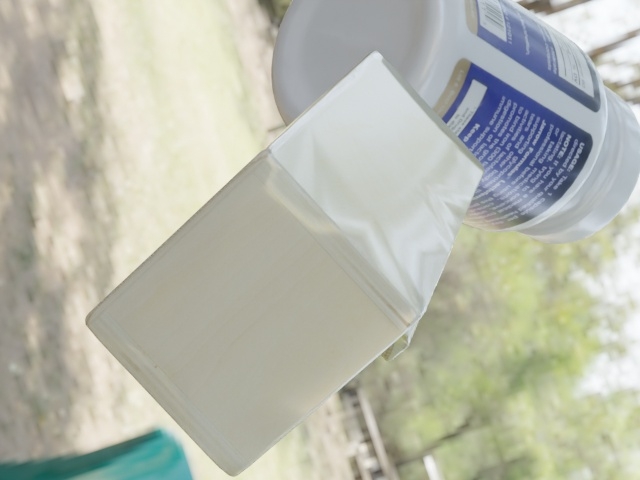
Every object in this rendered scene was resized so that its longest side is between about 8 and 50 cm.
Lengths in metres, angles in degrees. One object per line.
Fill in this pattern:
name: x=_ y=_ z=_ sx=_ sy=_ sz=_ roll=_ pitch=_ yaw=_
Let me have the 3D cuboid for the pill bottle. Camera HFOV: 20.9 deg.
pill bottle: x=0.104 y=-0.093 z=1.195 sx=0.264 sy=0.153 sz=0.153 roll=24 pitch=39 yaw=-45

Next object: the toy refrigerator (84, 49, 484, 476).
toy refrigerator: x=0.000 y=0.000 z=0.762 sx=0.094 sy=0.102 sz=0.269 roll=47 pitch=16 yaw=-3
